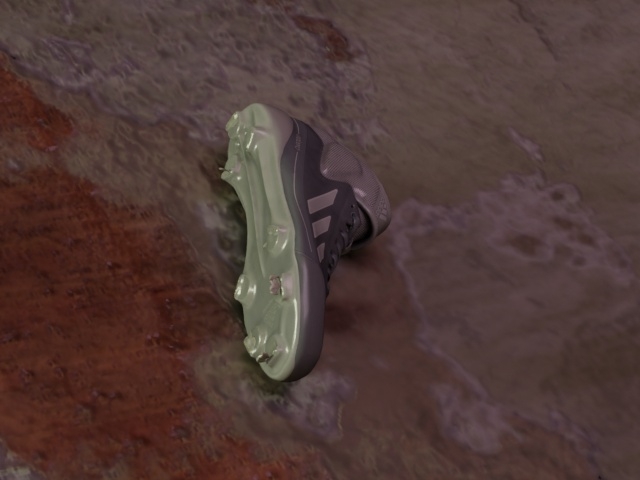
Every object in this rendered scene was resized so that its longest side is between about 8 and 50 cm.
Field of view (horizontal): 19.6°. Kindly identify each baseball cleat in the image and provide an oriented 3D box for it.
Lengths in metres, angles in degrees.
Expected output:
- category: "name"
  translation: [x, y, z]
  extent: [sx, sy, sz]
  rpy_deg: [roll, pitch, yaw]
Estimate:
- category: "baseball cleat"
  translation: [0.000, 0.000, 1.100]
  extent: [0.109, 0.072, 0.206]
  rpy_deg: [14, 47, -27]
